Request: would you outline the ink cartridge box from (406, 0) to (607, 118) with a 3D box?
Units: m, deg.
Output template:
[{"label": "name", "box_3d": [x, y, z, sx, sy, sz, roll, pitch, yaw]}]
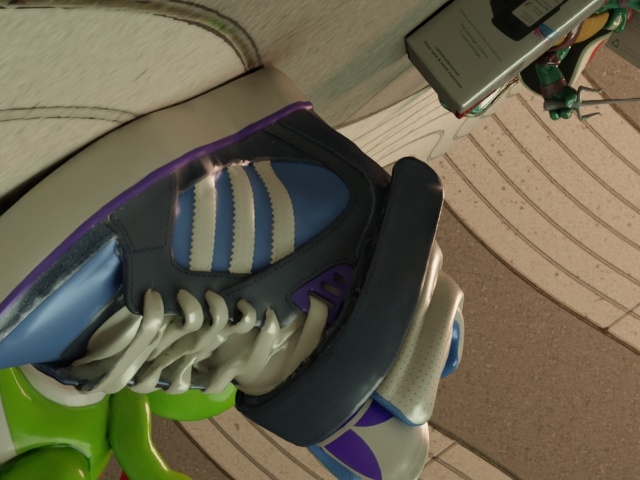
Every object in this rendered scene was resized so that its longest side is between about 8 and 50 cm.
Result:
[{"label": "ink cartridge box", "box_3d": [0.159, -0.182, 1.348, 0.175, 0.072, 0.127, -39, 177, 2]}]

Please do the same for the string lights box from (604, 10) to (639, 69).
[{"label": "string lights box", "box_3d": [0.396, -0.260, 1.576, 0.077, 0.133, 0.259, -2, 126, -53]}]

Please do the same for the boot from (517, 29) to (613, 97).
[{"label": "boot", "box_3d": [0.297, -0.276, 1.737, 0.176, 0.088, 0.244, -55, 178, -31]}]

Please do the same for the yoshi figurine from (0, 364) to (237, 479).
[{"label": "yoshi figurine", "box_3d": [-0.156, 0.119, 1.156, 0.362, 0.203, 0.203, -40, -167, -25]}]

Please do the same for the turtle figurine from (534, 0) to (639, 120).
[{"label": "turtle figurine", "box_3d": [0.229, -0.190, 1.555, 0.234, 0.118, 0.175, -14, 147, -27]}]

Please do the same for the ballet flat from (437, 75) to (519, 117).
[{"label": "ballet flat", "box_3d": [0.202, -0.202, 1.886, 0.188, 0.070, 0.070, -35, 176, -29]}]

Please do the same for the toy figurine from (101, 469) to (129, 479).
[{"label": "toy figurine", "box_3d": [-0.243, 0.144, 1.343, 0.362, 0.191, 0.217, -15, 127, -66]}]

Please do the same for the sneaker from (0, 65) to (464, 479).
[{"label": "sneaker", "box_3d": [-0.037, 0.052, 0.879, 0.130, 0.236, 0.323, -41, 177, 38]}]
